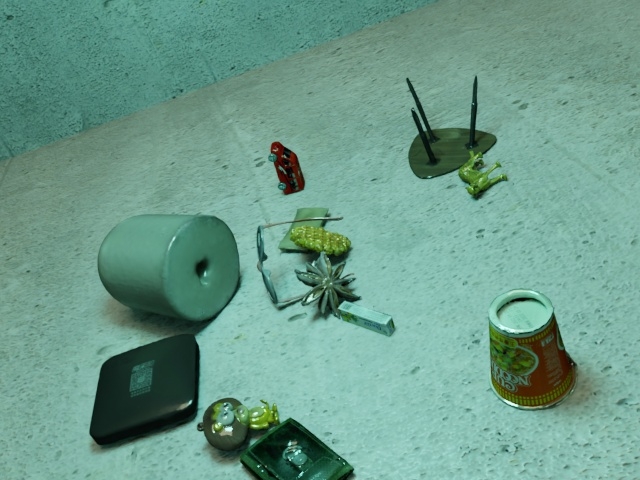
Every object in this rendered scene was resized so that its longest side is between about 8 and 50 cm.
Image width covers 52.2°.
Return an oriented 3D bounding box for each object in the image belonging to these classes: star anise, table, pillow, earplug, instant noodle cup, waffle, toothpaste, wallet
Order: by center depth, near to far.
[{"bbox_3d":[0.439,0.220,1.386,0.193,0.212,0.193,-14,36,10],"label":"instant noodle cup"},{"bbox_3d":[-0.058,0.487,1.434,0.160,0.055,0.236,-33,35,-27],"label":"wallet"},{"bbox_3d":[0.120,0.203,1.721,0.164,0.046,0.034,14,46,40],"label":"toothpaste"},{"bbox_3d":[0.014,0.131,1.807,0.195,0.182,0.065,-31,-9,-35],"label":"star anise"},{"bbox_3d":[0.000,-0.002,1.993,0.191,0.038,0.191,11,21,-4],"label":"waffle"},{"bbox_3d":[-0.486,0.071,2.002,0.394,0.313,0.313,4,42,36],"label":"earplug"},{"bbox_3d":[-0.052,-0.040,2.131,0.119,0.053,0.208,-3,42,28],"label":"pillow"},{"bbox_3d":[0.394,-0.396,2.199,0.317,0.249,0.317,-14,35,10],"label":"table"}]

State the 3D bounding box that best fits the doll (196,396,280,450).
[{"bbox_3d":[-0.198,0.422,1.561,0.188,0.096,0.145,-26,41,-24],"label":"doll"}]

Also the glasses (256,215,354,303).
[{"bbox_3d":[-0.052,0.051,1.901,0.268,0.234,0.118,-11,-2,-11],"label":"glasses"}]

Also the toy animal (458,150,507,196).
[{"bbox_3d":[0.484,-0.211,2.065,0.136,0.073,0.181,-34,39,-5],"label":"toy animal"}]

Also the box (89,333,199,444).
[{"bbox_3d":[-0.464,0.393,1.752,0.290,0.073,0.289,-19,35,3],"label":"box"}]

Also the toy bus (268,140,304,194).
[{"bbox_3d":[-0.122,-0.265,2.343,0.089,0.195,0.081,-9,36,12],"label":"toy bus"}]
